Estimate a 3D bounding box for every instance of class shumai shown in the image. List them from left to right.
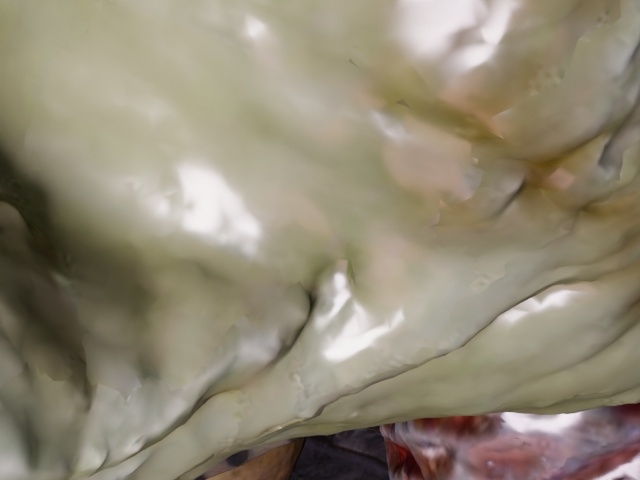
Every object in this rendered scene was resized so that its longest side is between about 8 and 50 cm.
[{"bbox_3d":[0.000,0.000,0.479,0.292,0.288,0.330,11,164,38],"label":"shumai"}]

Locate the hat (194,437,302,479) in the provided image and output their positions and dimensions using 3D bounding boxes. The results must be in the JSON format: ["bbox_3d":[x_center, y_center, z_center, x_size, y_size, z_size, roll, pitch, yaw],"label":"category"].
[{"bbox_3d":[-0.117,-0.097,0.679,0.366,0.257,0.381,53,164,51],"label":"hat"}]

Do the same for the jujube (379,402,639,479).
[{"bbox_3d":[0.134,0.067,0.783,0.226,0.226,0.317,21,170,1],"label":"jujube"}]

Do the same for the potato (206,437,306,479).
[{"bbox_3d":[-0.147,0.069,0.963,0.289,0.237,0.301,27,-160,9],"label":"potato"}]
